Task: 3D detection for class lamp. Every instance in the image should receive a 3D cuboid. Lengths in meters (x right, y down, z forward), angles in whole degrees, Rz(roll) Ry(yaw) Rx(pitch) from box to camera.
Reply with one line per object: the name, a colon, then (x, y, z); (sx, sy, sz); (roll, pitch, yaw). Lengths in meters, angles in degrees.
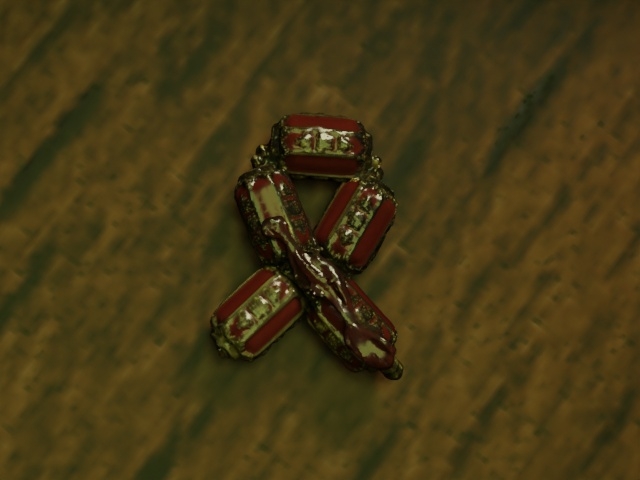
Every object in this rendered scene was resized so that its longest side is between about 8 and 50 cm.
lamp: (0.000, 0.000, 0.603); (0.063, 0.031, 0.083); (8, 78, -6)
